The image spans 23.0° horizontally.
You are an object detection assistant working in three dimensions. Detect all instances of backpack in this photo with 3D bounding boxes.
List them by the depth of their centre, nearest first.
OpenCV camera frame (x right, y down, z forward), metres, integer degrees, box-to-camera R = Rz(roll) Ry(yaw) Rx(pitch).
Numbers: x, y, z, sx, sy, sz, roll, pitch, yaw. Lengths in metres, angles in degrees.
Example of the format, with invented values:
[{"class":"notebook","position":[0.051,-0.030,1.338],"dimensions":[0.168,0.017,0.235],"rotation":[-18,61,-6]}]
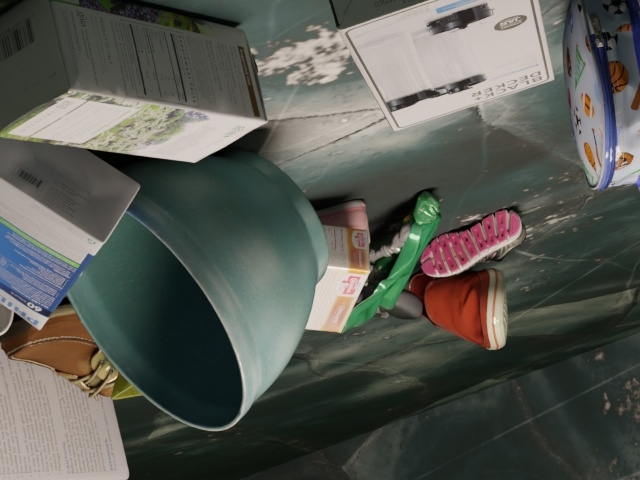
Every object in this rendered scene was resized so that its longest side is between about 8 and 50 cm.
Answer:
[{"class":"backpack","position":[0.342,-0.139,1.492],"dimensions":[0.213,0.263,0.276],"rotation":[-17,166,6]}]

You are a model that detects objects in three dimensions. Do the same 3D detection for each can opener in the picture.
[{"class":"can opener","position":[0.061,0.064,2.271],"dimensions":[0.093,0.074,0.280],"rotation":[0,171,29]}]

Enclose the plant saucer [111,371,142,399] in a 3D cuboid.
[{"class":"plant saucer","position":[-0.166,0.142,2.085],"dimensions":[0.188,0.045,0.188],"rotation":[-33,164,27]}]

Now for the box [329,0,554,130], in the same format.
[{"class":"box","position":[0.108,-0.198,1.379],"dimensions":[0.169,0.087,0.290],"rotation":[-18,165,7]}]

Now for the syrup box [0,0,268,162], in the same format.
[{"class":"syrup box","position":[-0.161,-0.134,1.316],"dimensions":[0.093,0.096,0.237],"rotation":[-25,163,35]}]

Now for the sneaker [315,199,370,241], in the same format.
[{"class":"sneaker","position":[0.000,0.000,2.003],"dimensions":[0.134,0.070,0.051],"rotation":[-17,167,6]}]

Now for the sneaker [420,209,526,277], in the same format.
[{"class":"sneaker","position":[0.228,0.011,2.283],"dimensions":[0.170,0.063,0.075],"rotation":[-28,155,24]}]

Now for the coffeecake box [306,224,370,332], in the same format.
[{"class":"coffeecake box","position":[-0.046,0.042,1.949],"dimensions":[0.185,0.068,0.142],"rotation":[7,143,-13]}]

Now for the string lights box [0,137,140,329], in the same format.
[{"class":"string lights box","position":[-0.283,-0.013,1.535],"dimensions":[0.133,0.076,0.260],"rotation":[34,150,-8]}]

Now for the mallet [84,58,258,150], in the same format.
[{"class":"mallet","position":[-0.150,-0.136,1.451],"dimensions":[0.190,0.039,0.062],"rotation":[-21,162,1]}]

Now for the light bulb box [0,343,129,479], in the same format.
[{"class":"light bulb box","position":[-0.526,0.280,2.167],"dimensions":[0.358,0.225,0.361],"rotation":[-24,164,28]}]

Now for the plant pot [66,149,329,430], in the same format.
[{"class":"plant pot","position":[-0.116,0.026,1.656],"dimensions":[0.196,0.293,0.293],"rotation":[-37,177,-31]}]

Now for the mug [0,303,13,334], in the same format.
[{"class":"mug","position":[-0.448,0.056,1.738],"dimensions":[0.169,0.150,0.113],"rotation":[-17,-158,18]}]

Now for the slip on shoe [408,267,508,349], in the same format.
[{"class":"slip on shoe","position":[0.208,0.095,2.343],"dimensions":[0.101,0.123,0.331],"rotation":[-3,-173,-10]}]

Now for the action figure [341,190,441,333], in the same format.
[{"class":"action figure","position":[0.104,0.017,2.109],"dimensions":[0.137,0.063,0.232],"rotation":[-40,166,-47]}]

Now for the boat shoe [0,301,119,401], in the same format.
[{"class":"boat shoe","position":[-0.292,0.153,2.151],"dimensions":[0.122,0.120,0.324],"rotation":[-26,162,32]}]
